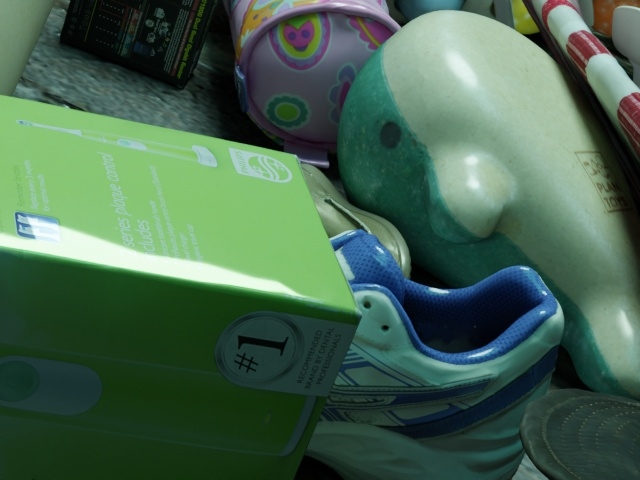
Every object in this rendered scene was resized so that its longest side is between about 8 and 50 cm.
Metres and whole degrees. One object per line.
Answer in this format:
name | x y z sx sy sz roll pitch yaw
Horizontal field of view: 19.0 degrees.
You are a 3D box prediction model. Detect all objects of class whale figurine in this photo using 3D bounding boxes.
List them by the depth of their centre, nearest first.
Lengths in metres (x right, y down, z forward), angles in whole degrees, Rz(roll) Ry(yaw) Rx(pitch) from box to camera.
whale figurine | 0.113 -0.007 1.157 0.272 0.141 0.216 57 27 14

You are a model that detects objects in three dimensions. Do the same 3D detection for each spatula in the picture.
spatula | 0.183 -0.146 1.395 0.168 0.019 0.242 29 -12 17

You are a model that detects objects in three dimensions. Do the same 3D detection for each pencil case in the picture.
pencil case | -0.013 -0.162 1.328 0.124 0.124 0.284 14 28 -15

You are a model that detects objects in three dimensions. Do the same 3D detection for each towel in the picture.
towel | 0.224 -0.034 1.204 0.237 0.037 0.329 53 8 -35

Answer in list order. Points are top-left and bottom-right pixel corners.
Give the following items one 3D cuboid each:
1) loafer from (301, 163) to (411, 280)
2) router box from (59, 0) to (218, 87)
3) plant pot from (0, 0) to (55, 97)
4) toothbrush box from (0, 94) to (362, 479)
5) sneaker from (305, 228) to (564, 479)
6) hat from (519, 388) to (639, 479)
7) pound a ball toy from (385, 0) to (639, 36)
loafer | 0.000 0.000 1.117 0.050 0.056 0.148 1 23 -34
router box | -0.113 -0.174 1.274 0.092 0.122 0.038 22 33 0
plant pot | -0.261 -0.068 0.875 0.257 0.256 0.274 15 42 -13
toothbrush box | -0.157 0.055 0.729 0.283 0.206 0.122 12 29 -20
sneaker | -0.022 0.044 0.933 0.296 0.131 0.112 7 32 -24
hat | 0.221 0.183 0.849 0.331 0.134 0.331 19 8 -3
pound a ball toy | 0.169 -0.208 1.547 0.319 0.208 0.135 1 66 -16
